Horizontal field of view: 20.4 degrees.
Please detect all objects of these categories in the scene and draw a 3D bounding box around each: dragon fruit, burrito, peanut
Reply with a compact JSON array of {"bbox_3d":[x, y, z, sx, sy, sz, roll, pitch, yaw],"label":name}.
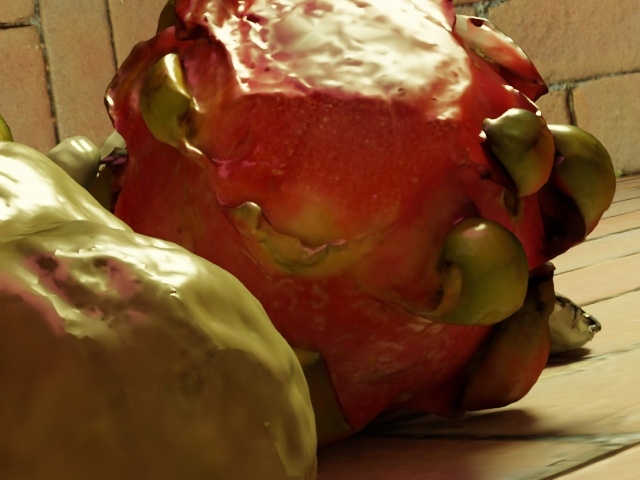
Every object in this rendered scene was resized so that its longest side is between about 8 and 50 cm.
[{"bbox_3d":[0.011,-0.019,0.832,0.227,0.243,0.307,29,28,1],"label":"dragon fruit"},{"bbox_3d":[0.110,0.034,1.025,0.063,0.058,0.229,-14,1,-4],"label":"burrito"},{"bbox_3d":[-0.104,0.044,0.548,0.143,0.159,0.291,-38,12,-17],"label":"peanut"}]

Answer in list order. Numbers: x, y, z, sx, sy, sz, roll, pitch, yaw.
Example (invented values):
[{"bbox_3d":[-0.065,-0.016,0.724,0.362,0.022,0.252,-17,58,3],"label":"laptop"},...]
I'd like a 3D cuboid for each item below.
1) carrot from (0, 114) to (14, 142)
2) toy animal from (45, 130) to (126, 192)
[{"bbox_3d":[-0.401,-0.037,1.309,0.341,0.224,0.224,7,-1,-14],"label":"carrot"},{"bbox_3d":[-0.127,0.016,1.242,0.266,0.188,0.308,-41,-6,-5],"label":"toy animal"}]
